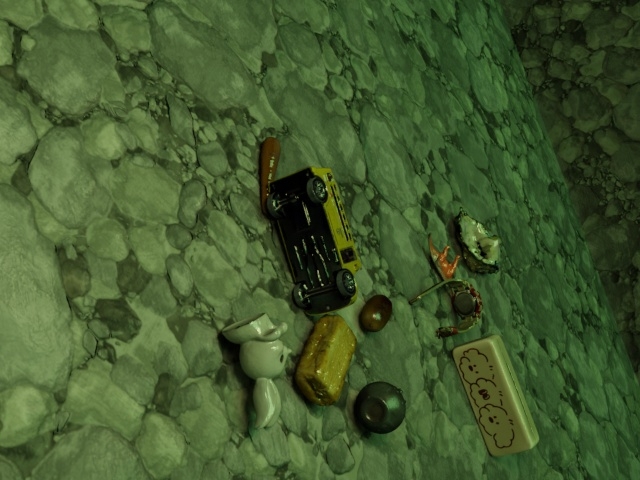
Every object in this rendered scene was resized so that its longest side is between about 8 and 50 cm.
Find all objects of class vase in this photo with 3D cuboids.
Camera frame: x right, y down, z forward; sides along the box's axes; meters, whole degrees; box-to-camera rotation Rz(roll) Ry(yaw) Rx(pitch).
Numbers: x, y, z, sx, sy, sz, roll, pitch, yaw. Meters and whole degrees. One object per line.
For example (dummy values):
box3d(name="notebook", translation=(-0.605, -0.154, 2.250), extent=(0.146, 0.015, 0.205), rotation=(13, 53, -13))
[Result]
box3d(name="vase", translation=(0.156, 0.388, 1.701), extent=(0.183, 0.120, 0.120), rotation=(1, 69, -67))

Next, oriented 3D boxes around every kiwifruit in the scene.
box3d(name="kiwifruit", translation=(0.143, 0.186, 1.828), extent=(0.075, 0.075, 0.124), rotation=(56, 31, -13))

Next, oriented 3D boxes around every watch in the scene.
box3d(name="watch", translation=(0.374, 0.204, 2.111), extent=(0.268, 0.102, 0.165), rotation=(-19, 88, -45))

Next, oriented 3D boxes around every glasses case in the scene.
box3d(name="glasses case", translation=(0.511, 0.452, 2.089), extent=(0.076, 0.144, 0.337), rotation=(-10, 77, -55))

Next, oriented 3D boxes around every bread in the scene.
box3d(name="bread", translation=(0.013, 0.264, 1.603), extent=(0.114, 0.083, 0.211), rotation=(56, 36, -22))

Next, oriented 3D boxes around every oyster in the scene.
box3d(name="oyster", translation=(0.536, 0.012, 2.436), extent=(0.259, 0.092, 0.198), rotation=(35, 44, -23))

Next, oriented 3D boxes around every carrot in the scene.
box3d(name="carrot", translation=(-0.125, -0.158, 1.713), extent=(0.048, 0.048, 0.216), rotation=(29, 53, -40))

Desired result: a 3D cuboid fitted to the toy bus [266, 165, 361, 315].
box3d(name="toy bus", translation=(0.000, 0.000, 1.671), extent=(0.151, 0.145, 0.332), rotation=(-14, 87, -59))

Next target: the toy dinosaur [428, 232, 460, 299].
box3d(name="toy dinosaur", translation=(0.397, 0.091, 2.230), extent=(0.101, 0.055, 0.280), rotation=(-45, 108, -25))

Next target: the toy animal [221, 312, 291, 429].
box3d(name="toy animal", translation=(-0.103, 0.257, 1.424), extent=(0.104, 0.130, 0.221), rotation=(134, -64, -82))
